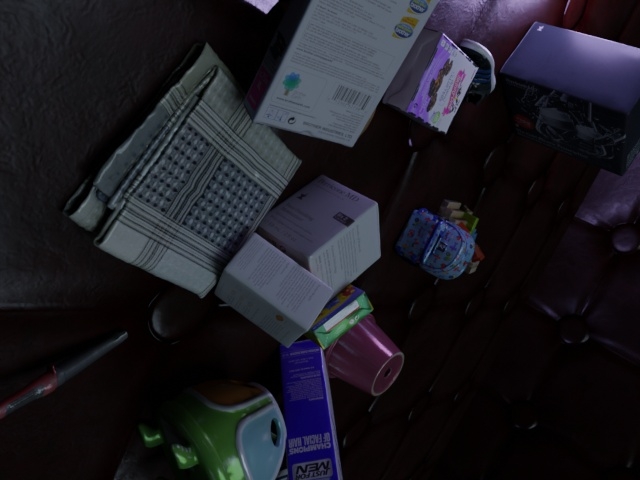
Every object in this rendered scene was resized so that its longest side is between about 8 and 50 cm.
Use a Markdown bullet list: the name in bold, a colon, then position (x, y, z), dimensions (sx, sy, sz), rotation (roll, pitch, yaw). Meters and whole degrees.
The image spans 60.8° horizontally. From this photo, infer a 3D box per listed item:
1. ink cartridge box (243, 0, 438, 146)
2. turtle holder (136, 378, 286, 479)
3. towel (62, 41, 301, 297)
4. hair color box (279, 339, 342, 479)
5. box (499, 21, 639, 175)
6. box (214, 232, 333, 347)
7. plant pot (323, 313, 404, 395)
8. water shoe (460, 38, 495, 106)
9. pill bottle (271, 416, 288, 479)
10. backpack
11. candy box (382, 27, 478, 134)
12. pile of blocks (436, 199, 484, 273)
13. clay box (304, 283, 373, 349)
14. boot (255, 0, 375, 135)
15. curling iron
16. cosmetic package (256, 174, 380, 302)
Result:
- **ink cartridge box**: position (0.039, -0.287, 0.757), dimensions (0.185, 0.065, 0.311), rotation (7, 130, -37)
- **turtle holder**: position (-0.172, 0.417, 1.042), dimensions (0.227, 0.320, 0.243), rotation (-27, 174, -36)
- **towel**: position (-0.181, -0.083, 0.842), dimensions (0.312, 0.056, 0.324), rotation (-54, 146, -6)
- **hair color box**: position (-0.020, 0.413, 1.210), dimensions (0.110, 0.339, 0.185), rotation (-10, 135, -1)
- **box**: position (0.693, -0.376, 1.465), dimensions (0.179, 0.343, 0.312), rotation (-54, 146, -4)
- **box**: position (-0.085, 0.090, 0.954), dimensions (0.091, 0.170, 0.130), rotation (-54, -179, -30)
- **plant pot**: position (0.106, 0.292, 1.399), dimensions (0.201, 0.180, 0.201), rotation (-31, 137, -34)
- **water shoe**: position (0.360, -0.384, 1.274), dimensions (0.080, 0.073, 0.203), rotation (-55, 146, 0)
- **pill bottle**: position (-0.129, 0.508, 1.297), dimensions (0.264, 0.153, 0.153), rotation (16, 103, -56)
- **backpack**: position (0.307, 0.014, 1.437), dimensions (0.158, 0.173, 0.117), rotation (-59, 147, 3)
- **candy box**: position (0.237, -0.333, 1.158), dimensions (0.196, 0.070, 0.165), rotation (8, 110, -54)
- **pile of blocks**: position (0.448, -0.007, 1.657), dimensions (0.149, 0.112, 0.362), rotation (-55, 147, -4)
- **clay box**: position (-0.007, 0.127, 1.106), dimensions (0.127, 0.222, 0.053), rotation (-36, 116, -18)
- **boot**: position (-0.007, -0.267, 0.896), dimensions (0.211, 0.104, 0.295), rotation (-16, 149, -22)
- **curling iron**: position (-0.401, 0.195, 0.789), dimensions (0.274, 0.068, 0.035), rotation (-30, 137, -43)
- **cosmetic package**: position (0.000, 0.000, 1.053), dimensions (0.183, 0.151, 0.151), rotation (-39, 142, -27)
